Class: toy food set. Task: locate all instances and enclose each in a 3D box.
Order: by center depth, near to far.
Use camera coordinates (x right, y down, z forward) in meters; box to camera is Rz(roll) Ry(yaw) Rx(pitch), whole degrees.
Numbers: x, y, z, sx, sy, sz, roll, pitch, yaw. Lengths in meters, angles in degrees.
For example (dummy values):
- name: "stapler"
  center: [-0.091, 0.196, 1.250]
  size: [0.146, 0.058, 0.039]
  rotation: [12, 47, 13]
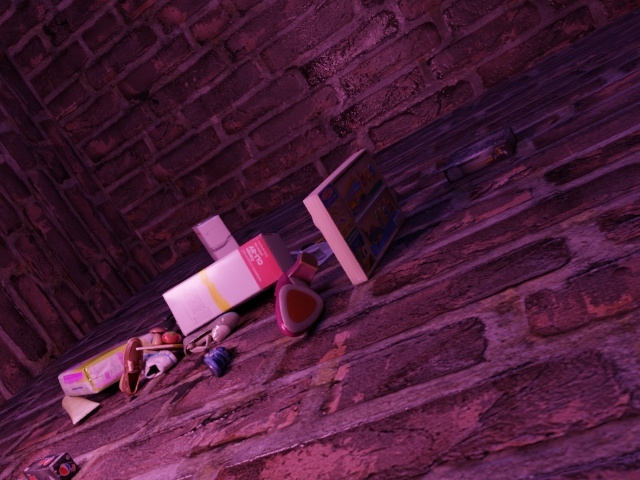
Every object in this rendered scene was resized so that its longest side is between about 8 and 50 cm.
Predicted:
- name: "toy food set"
  center: [-0.496, 0.317, 1.758]
  size: [0.128, 0.071, 0.218]
  rotation: [-6, -14, 4]

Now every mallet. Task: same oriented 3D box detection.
- name: "mallet"
  center: [0.000, 0.000, 2.105]
  size: [0.062, 0.039, 0.189]
  rotation: [-22, 10, 47]

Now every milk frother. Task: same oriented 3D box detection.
- name: "milk frother"
  center: [-0.492, 0.314, 1.957]
  size: [0.143, 0.129, 0.135]
  rotation: [23, 40, 20]

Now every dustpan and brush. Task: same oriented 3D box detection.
- name: "dustpan and brush"
  center: [-0.048, 0.050, 1.941]
  size: [0.211, 0.060, 0.147]
  rotation: [-19, 18, 47]

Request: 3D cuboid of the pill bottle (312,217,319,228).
- name: "pill bottle"
  center: [0.076, -0.120, 2.184]
  size: [0.215, 0.117, 0.117]
  rotation: [-26, 13, 28]

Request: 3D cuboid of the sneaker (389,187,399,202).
- name: "sneaker"
  center: [0.148, -0.119, 2.005]
  size: [0.313, 0.116, 0.136]
  rotation: [-27, 11, 24]

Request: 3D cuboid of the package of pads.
- name: "package of pads"
  center: [-0.720, 0.427, 1.893]
  size: [0.229, 0.101, 0.296]
  rotation: [-20, 5, 41]

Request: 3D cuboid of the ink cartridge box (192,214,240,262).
- name: "ink cartridge box"
  center: [-0.463, 0.027, 2.542]
  size: [0.117, 0.283, 0.207]
  rotation: [-35, 13, -16]

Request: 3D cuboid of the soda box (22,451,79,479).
- name: "soda box"
  center: [-0.686, 0.585, 1.383]
  size: [0.169, 0.060, 0.053]
  rotation: [-24, 13, 37]

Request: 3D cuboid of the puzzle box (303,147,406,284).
- name: "puzzle box"
  center: [0.116, -0.087, 1.574]
  size: [0.052, 0.272, 0.409]
  rotation: [-24, 15, 33]

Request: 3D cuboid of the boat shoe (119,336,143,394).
- name: "boat shoe"
  center: [-0.584, 0.395, 1.706]
  size: [0.064, 0.178, 0.060]
  rotation: [8, 0, -42]

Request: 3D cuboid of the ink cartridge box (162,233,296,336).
- name: "ink cartridge box"
  center: [-0.290, 0.138, 1.822]
  size: [0.384, 0.160, 0.279]
  rotation: [-31, -2, 7]

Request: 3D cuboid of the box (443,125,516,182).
- name: "box"
  center: [0.544, -0.293, 1.854]
  size: [0.231, 0.056, 0.183]
  rotation: [-24, 13, 31]

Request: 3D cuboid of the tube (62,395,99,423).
- name: "tube"
  center: [-0.810, 0.561, 1.820]
  size: [0.240, 0.062, 0.070]
  rotation: [-9, 66, 54]

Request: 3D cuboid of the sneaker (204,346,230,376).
- name: "sneaker"
  center: [-0.274, 0.317, 1.450]
  size: [0.059, 0.053, 0.144]
  rotation: [-31, 13, -8]

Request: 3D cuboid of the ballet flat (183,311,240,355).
- name: "ballet flat"
  center: [-0.336, 0.298, 1.691]
  size: [0.213, 0.072, 0.068]
  rotation: [-30, 39, 14]

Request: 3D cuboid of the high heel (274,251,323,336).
- name: "high heel"
  center: [-0.079, 0.186, 1.470]
  size: [0.181, 0.127, 0.377]
  rotation: [-58, 5, 24]

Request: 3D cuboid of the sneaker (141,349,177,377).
- name: "sneaker"
  center: [-0.548, 0.407, 1.745]
  size: [0.190, 0.071, 0.083]
  rotation: [-23, 20, 36]
